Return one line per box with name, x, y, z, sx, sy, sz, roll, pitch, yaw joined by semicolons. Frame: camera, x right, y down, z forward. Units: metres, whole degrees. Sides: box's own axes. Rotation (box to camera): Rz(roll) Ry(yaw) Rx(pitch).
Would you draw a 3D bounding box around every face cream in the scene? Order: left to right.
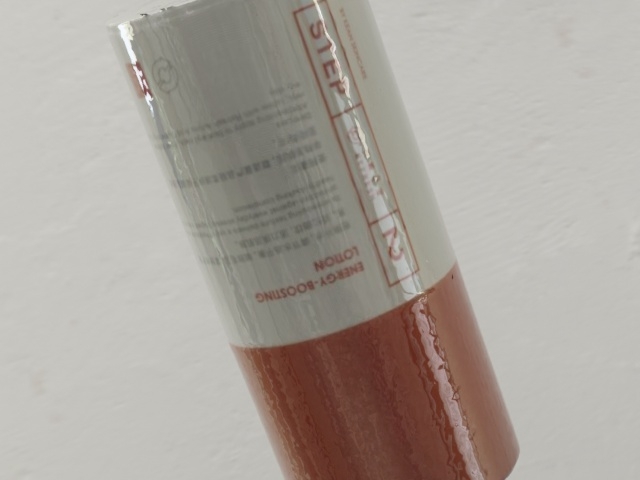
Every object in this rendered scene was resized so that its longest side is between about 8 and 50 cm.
face cream;0.000;0.000;0.662;0.096;0.096;0.214;-15;-76;21
